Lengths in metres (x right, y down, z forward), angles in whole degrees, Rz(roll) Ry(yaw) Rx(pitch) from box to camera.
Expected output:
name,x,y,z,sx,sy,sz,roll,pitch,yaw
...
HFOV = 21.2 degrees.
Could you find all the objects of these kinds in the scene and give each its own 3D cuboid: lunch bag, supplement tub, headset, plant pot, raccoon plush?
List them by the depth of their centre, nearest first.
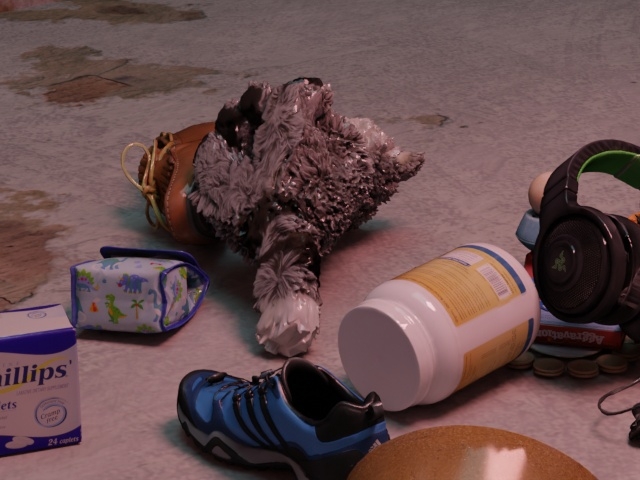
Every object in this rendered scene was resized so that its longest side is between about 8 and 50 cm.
name,x,y,z,sx,sy,sz,roll,pitch,yaw
plant pot,0.103,0.308,1.271,0.237,0.237,0.254,4,36,12
headset,0.367,0.043,1.884,0.243,0.185,0.394,25,49,-21
supplement tub,0.131,0.096,1.889,0.144,0.144,0.200,19,31,42
lunch bag,-0.219,0.058,2.093,0.129,0.096,0.151,3,7,17
raccoon plush,0.000,0.000,2.201,0.216,0.446,0.299,-22,-37,36

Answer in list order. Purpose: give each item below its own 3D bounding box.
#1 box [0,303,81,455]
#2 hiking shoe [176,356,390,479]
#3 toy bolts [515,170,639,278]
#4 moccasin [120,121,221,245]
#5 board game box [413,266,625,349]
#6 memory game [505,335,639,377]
name,x,y,z,sx,sy,sz,roll,pitch,yaw
box,-0.320,0.147,1.783,0.126,0.137,0.072,-8,23,-18
hiking shoe,-0.032,0.168,1.727,0.113,0.132,0.304,-20,28,-41
toy bolts,0.362,-0.019,2.171,0.229,0.158,0.218,1,21,4
moccasin,-0.198,-0.084,2.394,0.147,0.139,0.380,-8,23,-1
board game box,0.233,0.080,2.066,0.281,0.027,0.145,5,22,17
memory game,0.287,0.121,2.011,0.186,0.012,0.186,-1,20,0
